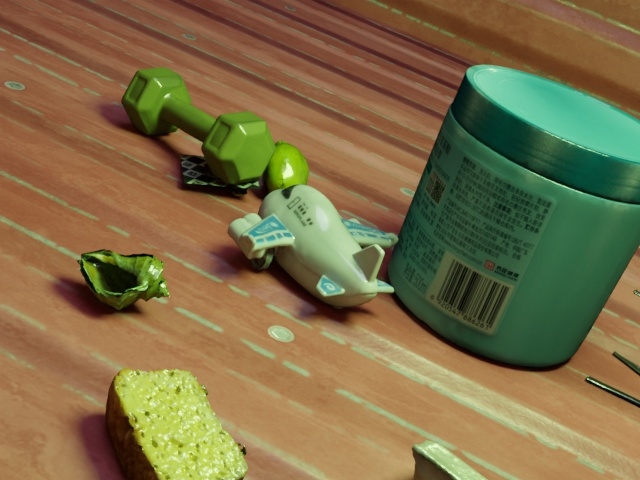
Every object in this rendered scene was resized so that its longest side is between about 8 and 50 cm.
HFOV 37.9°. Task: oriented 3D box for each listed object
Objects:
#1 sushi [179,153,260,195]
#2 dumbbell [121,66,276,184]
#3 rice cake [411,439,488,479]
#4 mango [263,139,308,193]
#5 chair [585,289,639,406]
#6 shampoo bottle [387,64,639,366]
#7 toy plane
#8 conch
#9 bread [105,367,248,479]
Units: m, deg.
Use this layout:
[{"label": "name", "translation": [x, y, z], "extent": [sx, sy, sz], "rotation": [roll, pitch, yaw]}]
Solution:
[{"label": "sushi", "translation": [-0.168, -0.103, 1.536], "extent": [0.126, 0.026, 0.120], "rotation": [5, 27, -13]}, {"label": "dumbbell", "translation": [-0.207, -0.195, 1.553], "extent": [0.302, 0.121, 0.108], "rotation": [30, 3, 36]}, {"label": "rice cake", "translation": [0.198, 0.300, 0.970], "extent": [0.256, 0.057, 0.052], "rotation": [34, 54, 27]}, {"label": "mango", "translation": [-0.059, -0.124, 1.585], "extent": [0.074, 0.091, 0.165], "rotation": [6, 28, -6]}, {"label": "chair", "translation": [0.550, 0.183, 1.352], "extent": [0.247, 0.159, 0.172], "rotation": [33, 26, 27]}, {"label": "shampoo bottle", "translation": [0.302, -0.037, 1.387], "extent": [0.331, 0.343, 0.331], "rotation": [17, 25, -8]}, {"label": "toy plane", "translation": [-0.002, 0.005, 1.338], "extent": [0.266, 0.123, 0.267], "rotation": [16, 23, -7]}, {"label": "conch", "translation": [-0.238, 0.045, 1.127], "extent": [0.121, 0.074, 0.089], "rotation": [24, 14, -3]}, {"label": "bread", "translation": [-0.143, 0.200, 0.909], "extent": [0.103, 0.065, 0.187], "rotation": [0, 30, -39]}]
